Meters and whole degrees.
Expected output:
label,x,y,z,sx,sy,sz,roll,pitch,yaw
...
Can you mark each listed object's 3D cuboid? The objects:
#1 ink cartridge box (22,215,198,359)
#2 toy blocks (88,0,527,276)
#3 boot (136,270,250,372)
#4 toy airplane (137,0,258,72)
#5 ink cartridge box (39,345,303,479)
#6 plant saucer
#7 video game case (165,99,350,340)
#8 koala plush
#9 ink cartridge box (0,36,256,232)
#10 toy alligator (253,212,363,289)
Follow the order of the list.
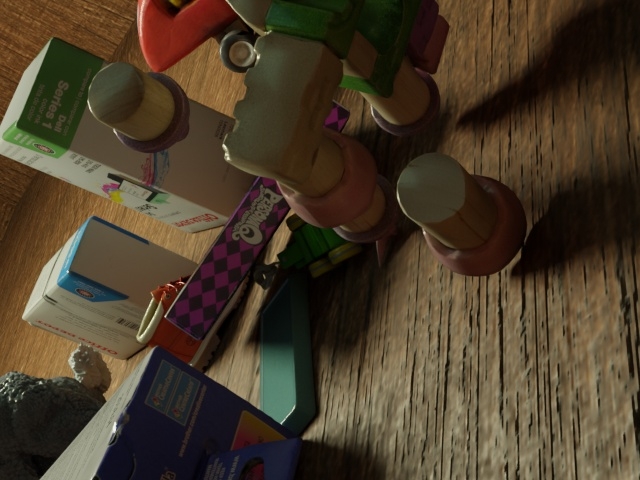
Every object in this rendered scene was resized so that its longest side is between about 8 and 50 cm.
label,x,y,z,sx,sy,sz,roll,pitch,yaw
ink cartridge box,-0.263,0.065,1.414,0.203,0.148,0.086,-32,37,55
toy blocks,0.029,-0.142,0.804,0.260,0.309,0.288,27,-101,-68
boot,-0.129,0.053,1.190,0.158,0.084,0.059,-64,18,-5
toy airplane,-0.128,-0.451,1.540,0.386,0.272,0.384,-31,37,57
ink cartridge box,-0.165,0.266,0.840,0.395,0.151,0.270,-50,13,32
plant saucer,-0.032,0.102,0.981,0.067,0.018,0.192,-53,21,27
video game case,-0.061,-0.014,1.043,0.232,0.042,0.210,-57,3,-7
koala plush,-0.292,0.212,1.279,0.196,0.203,0.221,-61,8,7
ink cartridge box,-0.229,-0.115,1.369,0.201,0.278,0.117,-9,60,66
toy alligator,0.000,0.000,0.987,0.051,0.056,0.189,-23,-6,-31
